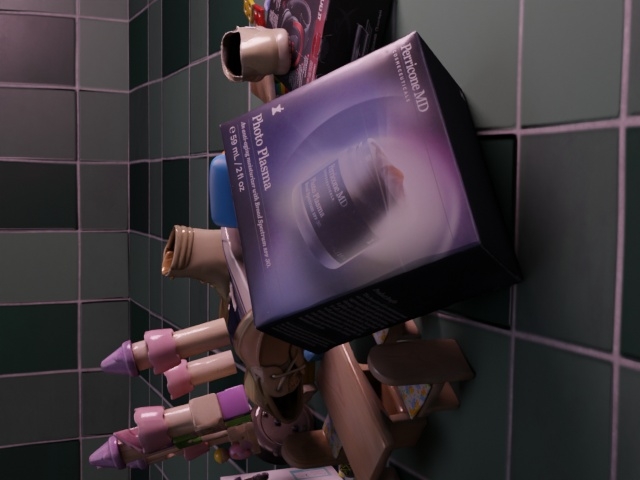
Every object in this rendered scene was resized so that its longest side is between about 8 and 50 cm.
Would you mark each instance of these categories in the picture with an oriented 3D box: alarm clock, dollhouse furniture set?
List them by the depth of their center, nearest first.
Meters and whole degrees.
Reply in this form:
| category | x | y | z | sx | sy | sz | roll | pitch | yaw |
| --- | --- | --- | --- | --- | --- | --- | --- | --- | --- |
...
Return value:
| category | x | y | z | sx | sy | sz | roll | pitch | yaw |
| --- | --- | --- | --- | --- | --- | --- | --- | --- | --- |
| dollhouse furniture set | 0.043 | 0.307 | 1.233 | 0.394 | 0.256 | 0.362 | -116 | 34 | -44 |
| alarm clock | -0.071 | 0.336 | 1.670 | 0.064 | 0.129 | 0.192 | 120 | 169 | -47 |

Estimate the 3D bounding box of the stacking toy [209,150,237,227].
| category | x | y | z | sx | sy | sz | roll | pitch | yaw |
| --- | --- | --- | --- | --- | --- | --- | --- | --- | --- |
| stacking toy | -0.138 | -0.165 | 1.794 | 0.302 | 0.175 | 0.166 | -102 | 13 | -58 |

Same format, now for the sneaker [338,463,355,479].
| category | x | y | z | sx | sy | sz | roll | pitch | yaw |
| --- | --- | --- | --- | --- | --- | --- | --- | --- | --- |
| sneaker | 0.051 | 0.387 | 1.496 | 0.083 | 0.031 | 0.035 | 167 | 101 | -66 |

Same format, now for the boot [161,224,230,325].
| category | x | y | z | sx | sy | sz | roll | pitch | yaw |
| --- | --- | --- | --- | --- | --- | --- | --- | --- | --- |
| boot | -0.254 | 0.080 | 1.959 | 0.095 | 0.203 | 0.262 | -120 | 38 | -49 |

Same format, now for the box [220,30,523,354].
| category | x | y | z | sx | sy | sz | roll | pitch | yaw |
| --- | --- | --- | --- | --- | --- | --- | --- | --- | --- |
| box | 0.056 | -0.052 | 1.112 | 0.293 | 0.182 | 0.297 | -22 | 64 | 19 |

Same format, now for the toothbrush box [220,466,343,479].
| category | x | y | z | sx | sy | sz | roll | pitch | yaw |
| --- | --- | --- | --- | --- | --- | --- | --- | --- | --- |
| toothbrush box | -0.069 | 0.560 | 1.549 | 0.126 | 0.216 | 0.296 | -144 | 56 | -61 |

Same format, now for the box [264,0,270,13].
| category | x | y | z | sx | sy | sz | roll | pitch | yaw |
| --- | --- | --- | --- | --- | --- | --- | --- | --- | --- |
| box | -0.059 | -0.502 | 1.691 | 0.109 | 0.042 | 0.178 | -114 | 32 | -42 |

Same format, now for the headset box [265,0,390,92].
| category | x | y | z | sx | sy | sz | roll | pitch | yaw |
| --- | --- | --- | --- | --- | --- | --- | --- | --- | --- |
| headset box | 0.007 | -0.350 | 1.464 | 0.293 | 0.110 | 0.218 | -127 | 42 | -54 |

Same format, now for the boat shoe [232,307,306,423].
| category | x | y | z | sx | sy | sz | roll | pitch | yaw |
| --- | --- | --- | --- | --- | --- | --- | --- | --- | --- |
| boat shoe | -0.064 | 0.190 | 1.376 | 0.098 | 0.109 | 0.302 | 41 | 151 | 25 |

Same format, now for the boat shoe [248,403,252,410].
| category | x | y | z | sx | sy | sz | roll | pitch | yaw |
| --- | --- | --- | --- | --- | --- | --- | --- | --- | --- |
| boat shoe | -0.175 | 0.409 | 1.955 | 0.228 | 0.076 | 0.080 | -144 | 57 | -61 |

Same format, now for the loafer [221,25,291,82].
| category | x | y | z | sx | sy | sz | roll | pitch | yaw |
| --- | --- | --- | --- | --- | --- | --- | --- | --- | --- |
| loafer | -0.132 | -0.327 | 1.535 | 0.268 | 0.092 | 0.102 | -167 | 74 | -67 |

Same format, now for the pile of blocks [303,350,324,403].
| category | x | y | z | sx | sy | sz | roll | pitch | yaw |
| --- | --- | --- | --- | --- | --- | --- | --- | --- | --- |
| pile of blocks | -0.050 | 0.108 | 1.540 | 0.148 | 0.112 | 0.363 | -7 | 84 | 37 |

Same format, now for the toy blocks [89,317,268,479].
| category | x | y | z | sx | sy | sz | roll | pitch | yaw |
| --- | --- | --- | --- | --- | --- | --- | --- | --- | --- |
| toy blocks | -0.228 | 0.312 | 1.345 | 0.289 | 0.260 | 0.309 | 99 | 154 | -70 |

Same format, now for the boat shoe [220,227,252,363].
| category | x | y | z | sx | sy | sz | roll | pitch | yaw |
| --- | --- | --- | --- | --- | --- | --- | --- | --- | --- |
| boat shoe | -0.154 | 0.091 | 1.825 | 0.158 | 0.127 | 0.341 | -48 | 48 | 47 |

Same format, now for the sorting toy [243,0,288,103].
| category | x | y | z | sx | sy | sz | roll | pitch | yaw |
| --- | --- | --- | --- | --- | --- | --- | --- | --- | --- |
| sorting toy | -0.107 | -0.359 | 1.779 | 0.132 | 0.046 | 0.275 | -135 | 35 | -57 |
